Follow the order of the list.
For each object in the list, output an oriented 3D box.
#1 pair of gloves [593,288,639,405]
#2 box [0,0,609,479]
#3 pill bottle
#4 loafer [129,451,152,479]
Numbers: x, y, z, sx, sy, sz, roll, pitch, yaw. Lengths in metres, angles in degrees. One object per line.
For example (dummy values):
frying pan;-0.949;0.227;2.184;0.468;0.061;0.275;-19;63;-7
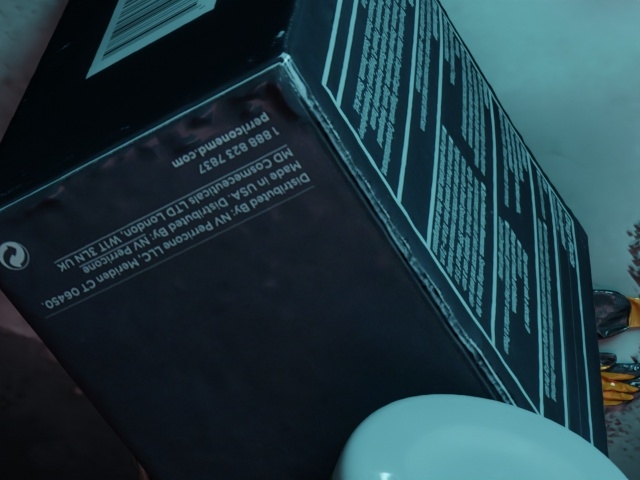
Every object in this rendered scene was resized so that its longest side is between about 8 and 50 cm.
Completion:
pair of gloves;0.166;0.065;1.108;0.074;0.010;0.083;3;120;5
box;0.000;0.000;0.919;0.182;0.296;0.294;-27;114;19
pill bottle;0.041;0.199;0.785;0.136;0.136;0.246;16;122;-4
loafer;-0.082;0.089;1.104;0.096;0.084;0.268;-4;120;9
